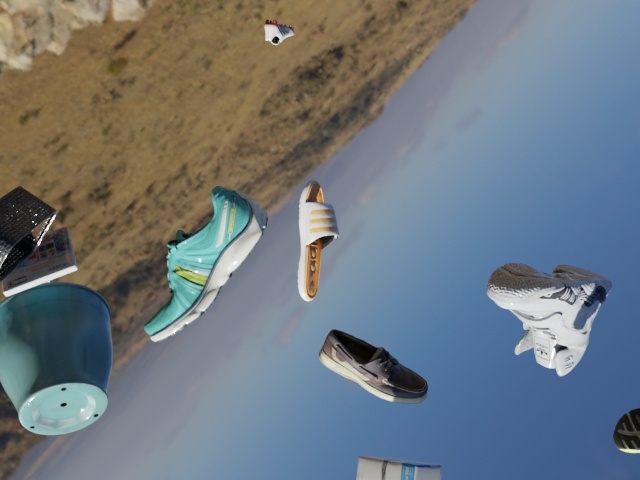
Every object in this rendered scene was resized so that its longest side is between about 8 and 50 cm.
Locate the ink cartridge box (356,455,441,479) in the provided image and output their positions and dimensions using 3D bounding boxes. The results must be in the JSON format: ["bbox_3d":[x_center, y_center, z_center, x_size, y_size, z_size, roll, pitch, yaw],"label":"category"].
[{"bbox_3d":[0.216,0.646,2.055,0.191,0.140,0.082,-3,-104,39],"label":"ink cartridge box"}]

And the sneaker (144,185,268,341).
[{"bbox_3d":[-0.195,0.036,1.166,0.275,0.110,0.107,-54,-168,8],"label":"sneaker"}]

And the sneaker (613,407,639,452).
[{"bbox_3d":[0.667,0.357,1.427,0.208,0.094,0.081,-32,-140,20],"label":"sneaker"}]

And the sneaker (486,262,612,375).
[{"bbox_3d":[0.447,0.162,1.493,0.366,0.137,0.210,1,106,-43],"label":"sneaker"}]

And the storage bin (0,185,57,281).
[{"bbox_3d":[-0.570,-0.006,1.343,0.122,0.084,0.180,-51,-173,25],"label":"storage bin"}]

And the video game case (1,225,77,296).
[{"bbox_3d":[-0.616,0.043,1.622,0.157,0.143,0.019,-22,135,-10],"label":"video game case"}]

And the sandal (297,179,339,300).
[{"bbox_3d":[0.004,0.001,1.623,0.102,0.076,0.265,-1,93,-65],"label":"sandal"}]

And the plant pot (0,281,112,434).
[{"bbox_3d":[-0.585,0.275,1.653,0.271,0.272,0.255,-49,-136,22],"label":"plant pot"}]

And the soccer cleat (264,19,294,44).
[{"bbox_3d":[-0.066,-0.328,1.185,0.083,0.029,0.035,-17,114,-67],"label":"soccer cleat"}]

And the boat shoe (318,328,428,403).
[{"bbox_3d":[0.133,0.305,1.821,0.103,0.285,0.092,-42,151,-53],"label":"boat shoe"}]
